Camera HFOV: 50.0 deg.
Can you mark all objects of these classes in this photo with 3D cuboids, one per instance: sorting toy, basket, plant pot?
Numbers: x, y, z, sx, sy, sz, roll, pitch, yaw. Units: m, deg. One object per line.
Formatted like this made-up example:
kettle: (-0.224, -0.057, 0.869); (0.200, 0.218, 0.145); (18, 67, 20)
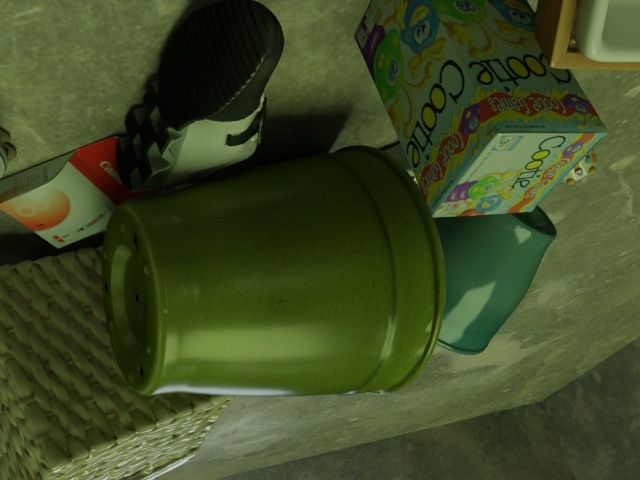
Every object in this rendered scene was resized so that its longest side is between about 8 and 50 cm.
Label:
sorting toy: (0.466, -0.149, 1.271); (0.083, 0.044, 0.075); (-29, 131, 20)
basket: (-0.354, 0.210, 1.049); (0.329, 0.331, 0.266); (-15, 155, -41)
plant pot: (-0.090, 0.059, 0.921); (0.353, 0.366, 0.366); (-6, 150, -32)
plant pot: (0.274, 0.023, 1.241); (0.272, 0.271, 0.255); (10, 128, -42)

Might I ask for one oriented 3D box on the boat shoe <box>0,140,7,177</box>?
boat shoe: (-0.426, -0.108, 0.676); (0.096, 0.088, 0.267); (-37, 145, 7)

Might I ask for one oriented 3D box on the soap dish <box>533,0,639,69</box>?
soap dish: (0.335, -0.316, 0.665); (0.229, 0.118, 0.290); (-4, 117, -16)

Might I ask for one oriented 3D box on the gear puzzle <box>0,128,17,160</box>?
gear puzzle: (-0.496, -0.124, 0.720); (0.176, 0.044, 0.339); (-25, 152, 12)

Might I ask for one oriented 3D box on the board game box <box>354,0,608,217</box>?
board game box: (0.164, -0.180, 0.769); (0.142, 0.275, 0.144); (-4, 149, -25)

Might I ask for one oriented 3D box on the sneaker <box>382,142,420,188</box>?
sneaker: (0.153, -0.109, 1.116); (0.217, 0.079, 0.121); (-14, 156, 9)

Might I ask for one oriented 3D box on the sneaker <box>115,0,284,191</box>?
sneaker: (-0.116, -0.163, 0.811); (0.146, 0.122, 0.331); (-4, 162, -38)

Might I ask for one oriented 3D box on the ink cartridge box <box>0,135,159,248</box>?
ink cartridge box: (-0.323, -0.061, 0.942); (0.180, 0.045, 0.145); (-18, 153, 5)
